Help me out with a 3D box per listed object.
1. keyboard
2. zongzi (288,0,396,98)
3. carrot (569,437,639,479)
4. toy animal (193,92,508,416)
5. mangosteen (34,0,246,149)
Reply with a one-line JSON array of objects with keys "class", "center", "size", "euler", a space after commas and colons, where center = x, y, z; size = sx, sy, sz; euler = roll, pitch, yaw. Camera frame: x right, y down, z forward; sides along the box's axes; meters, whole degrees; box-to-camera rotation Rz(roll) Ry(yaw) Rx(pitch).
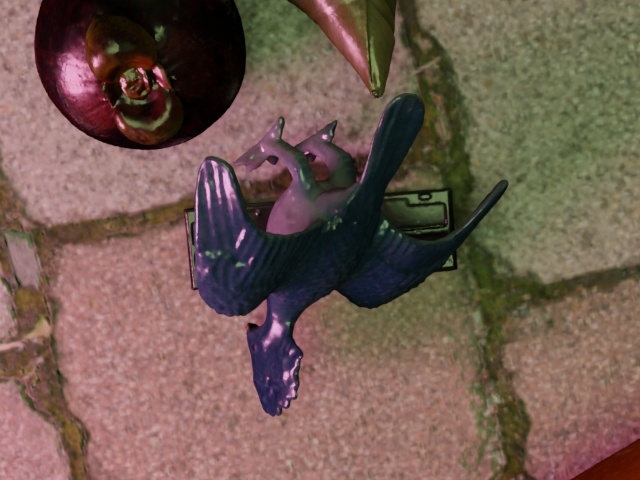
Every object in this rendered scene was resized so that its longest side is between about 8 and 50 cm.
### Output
[{"class": "keyboard", "center": [0.000, 0.000, 1.280], "size": [0.198, 0.010, 0.063], "euler": [-4, 97, 3]}, {"class": "zongzi", "center": [-0.037, -0.183, 1.189], "size": [0.189, 0.081, 0.178], "euler": [5, 69, 3]}, {"class": "carrot", "center": [0.204, 0.257, 1.216], "size": [0.331, 0.193, 0.214], "euler": [-37, 133, 12]}, {"class": "toy animal", "center": [0.008, 0.003, 1.205], "size": [0.239, 0.255, 0.176], "euler": [-5, 67, -34]}, {"class": "mangosteen", "center": [-0.124, -0.132, 1.197], "size": [0.152, 0.152, 0.152], "euler": [0, 99, 3]}]
